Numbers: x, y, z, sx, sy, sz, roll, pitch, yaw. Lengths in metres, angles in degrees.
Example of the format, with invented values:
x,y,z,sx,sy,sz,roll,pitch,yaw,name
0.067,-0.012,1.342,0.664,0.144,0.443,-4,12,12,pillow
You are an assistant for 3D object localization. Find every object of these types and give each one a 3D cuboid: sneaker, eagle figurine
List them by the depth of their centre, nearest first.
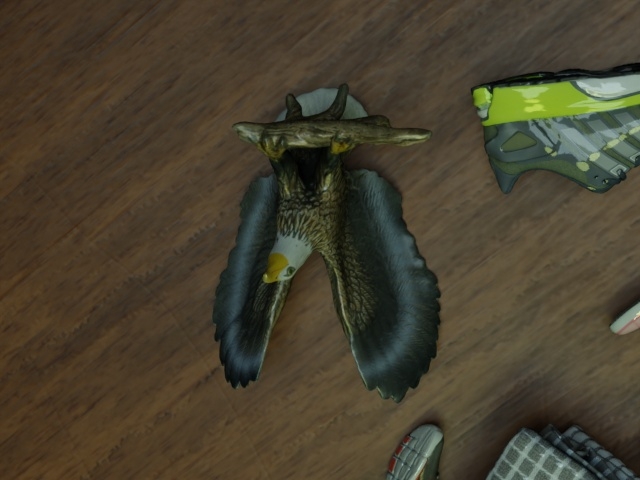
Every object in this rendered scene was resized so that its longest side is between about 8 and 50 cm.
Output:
x,y,z,sx,sy,sz,roll,pitch,yaw,name
0.303,-0.111,1.111,0.300,0.111,0.121,-2,105,17,sneaker
0.364,0.073,1.132,0.134,0.051,0.070,-34,83,8,sneaker
-0.008,0.005,1.156,0.226,0.225,0.298,36,142,45,eagle figurine
0.106,0.273,1.211,0.065,0.061,0.158,19,101,-18,sneaker

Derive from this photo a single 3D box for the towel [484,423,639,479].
x,y,z,sx,sy,sz,roll,pitch,yaw,name
0.224,0.345,1.088,0.283,0.121,0.235,-60,40,13,towel
